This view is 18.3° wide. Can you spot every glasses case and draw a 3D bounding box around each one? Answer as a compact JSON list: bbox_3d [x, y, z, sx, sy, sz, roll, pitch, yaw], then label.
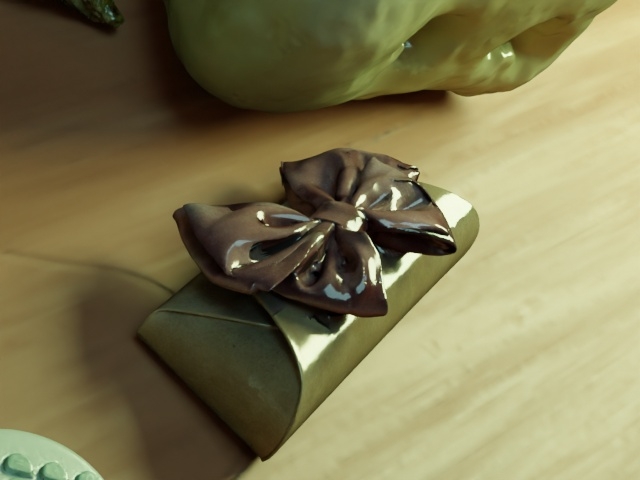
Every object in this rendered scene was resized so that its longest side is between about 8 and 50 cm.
[{"bbox_3d":[0.000,0.000,0.872,0.102,0.070,0.193,45,37,3],"label":"glasses case"}]

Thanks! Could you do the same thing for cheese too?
[{"bbox_3d":[0.006,-0.182,0.970,0.251,0.173,0.248,-25,75,-45],"label":"cheese"}]

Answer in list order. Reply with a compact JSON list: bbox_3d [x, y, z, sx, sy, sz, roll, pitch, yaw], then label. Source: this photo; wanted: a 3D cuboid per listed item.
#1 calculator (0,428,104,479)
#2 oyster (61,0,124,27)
[{"bbox_3d":[-0.101,0.131,0.698,0.095,0.021,0.153,18,44,-30],"label":"calculator"},{"bbox_3d":[-0.128,-0.133,0.912,0.093,0.034,0.051,20,51,-35],"label":"oyster"}]
